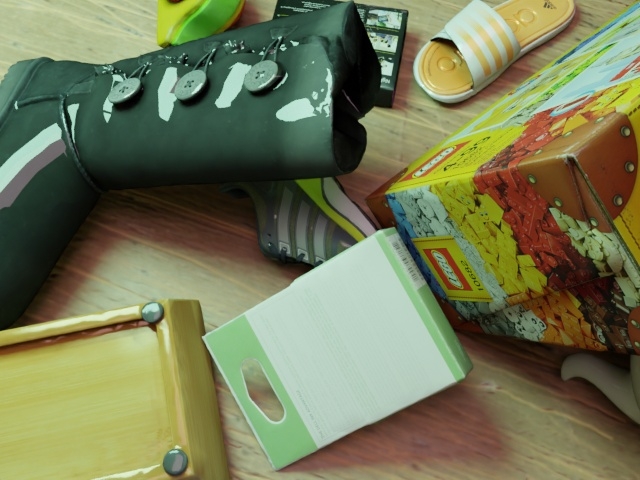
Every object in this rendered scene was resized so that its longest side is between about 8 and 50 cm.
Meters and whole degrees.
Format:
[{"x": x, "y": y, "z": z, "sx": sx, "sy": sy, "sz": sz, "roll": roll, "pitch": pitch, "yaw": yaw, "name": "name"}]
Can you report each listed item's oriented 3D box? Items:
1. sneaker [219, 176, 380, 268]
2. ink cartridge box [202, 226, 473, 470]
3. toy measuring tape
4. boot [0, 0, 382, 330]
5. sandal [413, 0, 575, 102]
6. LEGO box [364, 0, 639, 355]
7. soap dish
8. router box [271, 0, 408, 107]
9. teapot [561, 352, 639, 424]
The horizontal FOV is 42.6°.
[{"x": 0.000, "y": 0.000, "z": 0.948, "sx": 0.121, "sy": 0.111, "sz": 0.300, "roll": -40, "pitch": 70, "yaw": 4, "name": "sneaker"}, {"x": 0.015, "y": 0.116, "z": 0.863, "sx": 0.235, "sy": 0.056, "sz": 0.171, "roll": -31, "pitch": 85, "yaw": 20, "name": "ink cartridge box"}, {"x": -0.151, "y": -0.272, "z": 1.058, "sx": 0.121, "sy": 0.121, "sz": 0.330, "roll": -3, "pitch": 68, "yaw": -1, "name": "toy measuring tape"}, {"x": -0.171, "y": -0.072, "z": 0.881, "sx": 0.445, "sy": 0.146, "sz": 0.367, "roll": -1, "pitch": 63, "yaw": 18, "name": "boot"}, {"x": 0.233, "y": -0.284, "z": 1.084, "sx": 0.265, "sy": 0.076, "sz": 0.102, "roll": -35, "pitch": 69, "yaw": -15, "name": "sandal"}, {"x": 0.348, "y": -0.116, "z": 0.815, "sx": 0.500, "sy": 0.372, "sz": 0.193, "roll": -36, "pitch": 100, "yaw": -17, "name": "LEGO box"}, {"x": -0.253, "y": 0.184, "z": 0.839, "sx": 0.291, "sy": 0.118, "sz": 0.229, "roll": -11, "pitch": 65, "yaw": -4, "name": "soap dish"}, {"x": 0.019, "y": -0.254, "z": 1.088, "sx": 0.179, "sy": 0.046, "sz": 0.133, "roll": 10, "pitch": 65, "yaw": 5, "name": "router box"}, {"x": 0.407, "y": 0.088, "z": 0.811, "sx": 0.256, "sy": 0.252, "sz": 0.187, "roll": -28, "pitch": 69, "yaw": -14, "name": "teapot"}]
